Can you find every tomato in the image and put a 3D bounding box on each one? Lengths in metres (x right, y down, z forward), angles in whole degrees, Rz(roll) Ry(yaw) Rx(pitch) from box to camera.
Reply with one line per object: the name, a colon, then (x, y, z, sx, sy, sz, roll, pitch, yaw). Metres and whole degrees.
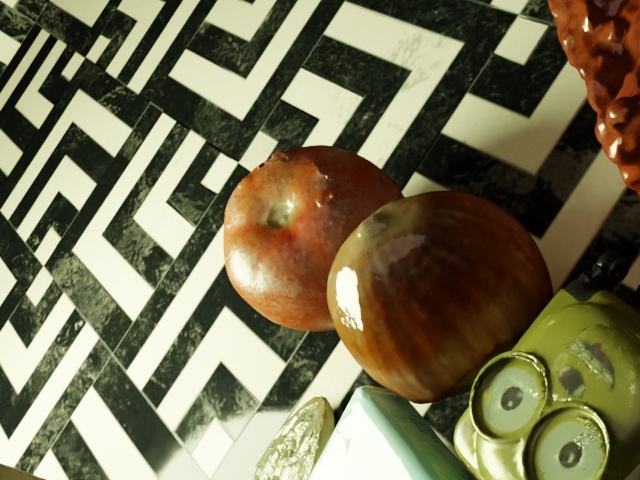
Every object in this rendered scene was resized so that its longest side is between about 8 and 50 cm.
tomato: (0.000, 0.000, 1.144, 0.208, 0.184, 0.208, -12, 65, 27)

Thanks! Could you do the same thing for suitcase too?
suitcase: (0.230, 0.147, 0.840, 0.235, 0.143, 0.194, -53, 39, 7)

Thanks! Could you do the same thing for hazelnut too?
hazelnut: (0.109, 0.047, 0.988, 0.214, 0.214, 0.176, -51, 23, 8)

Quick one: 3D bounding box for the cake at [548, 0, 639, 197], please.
cake: (0.371, -0.182, 0.814, 0.320, 0.270, 0.269, -29, 47, 29)

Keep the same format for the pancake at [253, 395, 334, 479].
pancake: (-0.028, 0.239, 1.114, 0.158, 0.028, 0.158, -51, 20, 26)

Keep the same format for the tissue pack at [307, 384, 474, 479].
tissue pack: (0.083, 0.277, 0.933, 0.177, 0.089, 0.263, -64, 33, 15)

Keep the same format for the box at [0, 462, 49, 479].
box: (-0.446, 0.427, 1.303, 0.190, 0.225, 0.297, 1, 65, 47)
